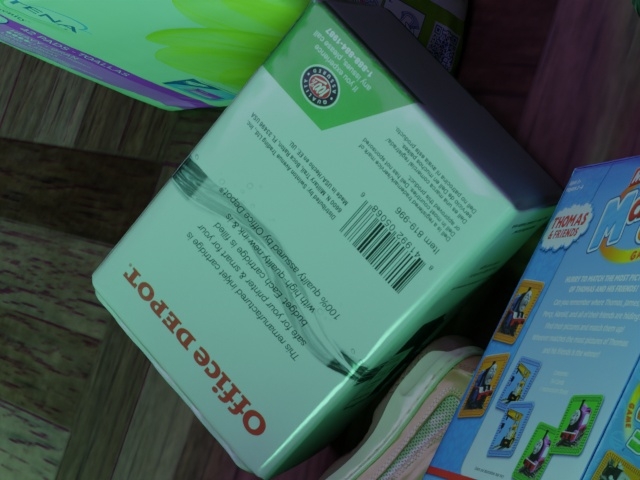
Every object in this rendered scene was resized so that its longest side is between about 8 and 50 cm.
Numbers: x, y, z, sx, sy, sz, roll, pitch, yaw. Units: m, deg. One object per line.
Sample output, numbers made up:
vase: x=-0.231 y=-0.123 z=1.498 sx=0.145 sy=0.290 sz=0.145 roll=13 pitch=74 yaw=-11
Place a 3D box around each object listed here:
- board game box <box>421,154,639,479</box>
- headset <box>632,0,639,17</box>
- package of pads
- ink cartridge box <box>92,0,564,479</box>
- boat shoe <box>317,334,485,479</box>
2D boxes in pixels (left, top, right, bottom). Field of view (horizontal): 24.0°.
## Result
board game box: x=0.111 y=0.060 z=0.648 sx=0.211 sy=0.039 sz=0.160 roll=-63 pitch=12 yaw=-9
headset: x=0.289 y=-0.153 z=0.508 sx=0.394 sy=0.185 sz=0.243 roll=-28 pitch=37 yaw=3
package of pads: x=-0.088 y=-0.164 z=0.913 sx=0.296 sy=0.229 sz=0.101 roll=0 pitch=73 yaw=49
ink cartridge box: x=0.000 y=0.000 z=0.797 sx=0.153 sy=0.087 sz=0.208 roll=49 pitch=113 yaw=15
boat shoe: x=0.037 y=0.141 z=0.754 sx=0.072 sy=0.068 sz=0.190 roll=42 pitch=105 yaw=38
